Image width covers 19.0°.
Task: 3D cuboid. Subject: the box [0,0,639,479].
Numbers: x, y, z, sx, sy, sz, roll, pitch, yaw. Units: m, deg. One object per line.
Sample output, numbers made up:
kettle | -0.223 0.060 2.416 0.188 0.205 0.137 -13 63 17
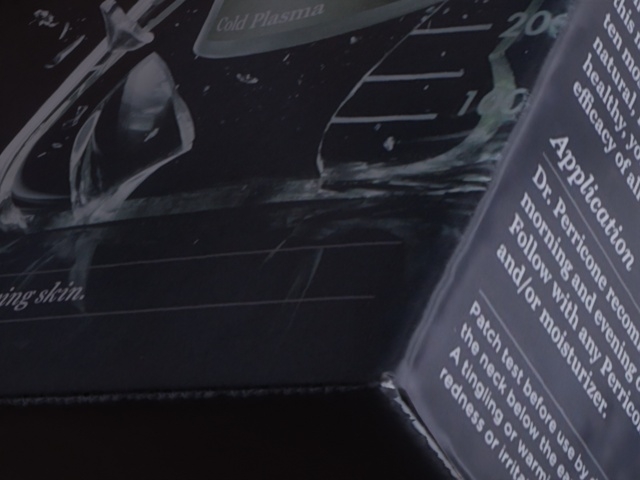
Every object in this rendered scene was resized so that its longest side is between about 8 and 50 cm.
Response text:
box | 0.000 0.000 1.011 0.297 0.480 0.472 56 46 -31
